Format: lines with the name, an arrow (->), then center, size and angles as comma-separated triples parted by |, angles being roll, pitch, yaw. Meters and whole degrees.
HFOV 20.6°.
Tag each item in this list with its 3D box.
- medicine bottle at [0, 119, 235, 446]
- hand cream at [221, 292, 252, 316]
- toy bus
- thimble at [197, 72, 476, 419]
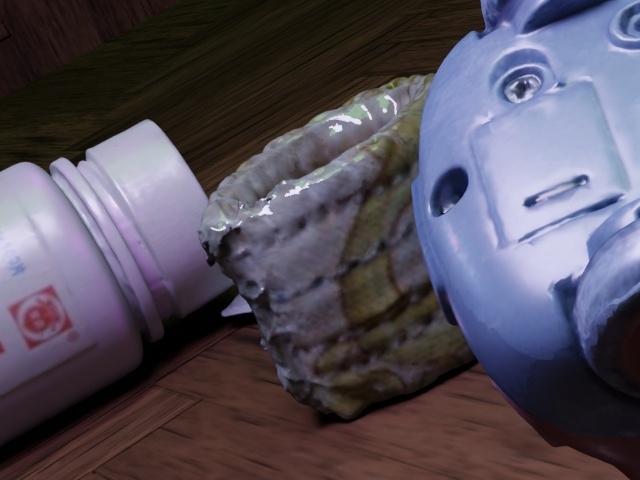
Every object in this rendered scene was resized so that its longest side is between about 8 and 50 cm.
medicine bottle -> -0.212, 0.042, 1.219 | 0.293, 0.170, 0.170 | -29, 16, -13
hand cream -> 0.000, 0.000, 1.279 | 0.067, 0.042, 0.194 | -4, 30, 35
toy bus -> 0.195, -0.007, 0.655 | 0.294, 0.232, 0.197 | -22, 43, 9
thimble -> 0.027, 0.004, 1.015 | 0.190, 0.143, 0.137 | -36, 19, -34
